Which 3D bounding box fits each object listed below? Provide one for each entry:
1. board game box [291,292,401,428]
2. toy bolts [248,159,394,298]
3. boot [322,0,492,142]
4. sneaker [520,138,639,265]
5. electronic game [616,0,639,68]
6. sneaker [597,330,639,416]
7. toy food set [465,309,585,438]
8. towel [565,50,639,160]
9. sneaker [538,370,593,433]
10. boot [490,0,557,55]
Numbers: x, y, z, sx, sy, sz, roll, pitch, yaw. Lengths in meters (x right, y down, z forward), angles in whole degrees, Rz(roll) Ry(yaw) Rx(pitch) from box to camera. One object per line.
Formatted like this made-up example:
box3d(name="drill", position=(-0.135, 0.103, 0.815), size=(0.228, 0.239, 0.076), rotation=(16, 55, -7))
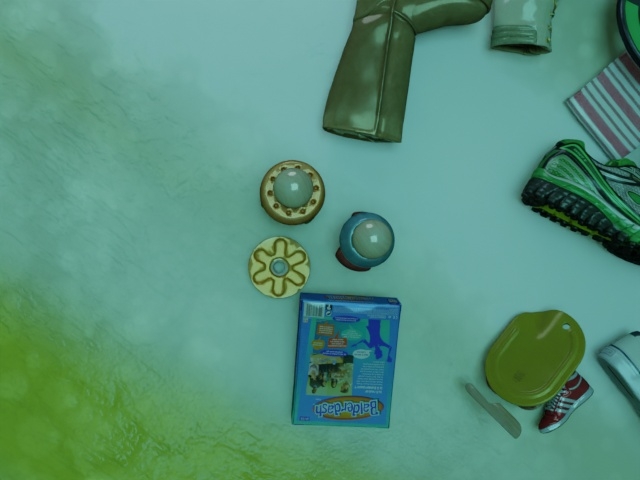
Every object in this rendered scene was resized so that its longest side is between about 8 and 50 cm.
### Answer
box3d(name="board game box", position=(0.039, 0.193, 1.065), size=(0.160, 0.047, 0.210), rotation=(4, 100, -5))
box3d(name="toy bolts", position=(0.000, 0.000, 1.033), size=(0.229, 0.158, 0.218), rotation=(17, 87, -4))
box3d(name="boot", position=(0.143, -0.290, 1.097), size=(0.236, 0.089, 0.269), rotation=(11, 87, 6))
box3d(name="sneaker", position=(0.515, -0.054, 1.090), size=(0.344, 0.134, 0.146), rotation=(29, 85, -2))
box3d(name="electronic game", position=(0.600, -0.360, 1.127), size=(0.229, 0.048, 0.229), rotation=(4, 78, -16))
box3d(name="sneaker", position=(0.576, 0.267, 1.102), size=(0.091, 0.094, 0.258), rotation=(-37, 91, -2))
box3d(name="toy food set", position=(0.344, 0.215, 1.102), size=(0.128, 0.071, 0.218), rotation=(36, 78, 34))
box3d(name="towel", position=(0.539, -0.246, 1.154), size=(0.197, 0.029, 0.144), rotation=(-39, 91, -2))
box3d(name="sneaker", position=(0.395, 0.264, 1.114), size=(0.118, 0.042, 0.067), rotation=(-39, 95, -12))
box3d(name="boot", position=(0.390, -0.398, 1.121), size=(0.213, 0.077, 0.165), rotation=(0, 87, 1))
